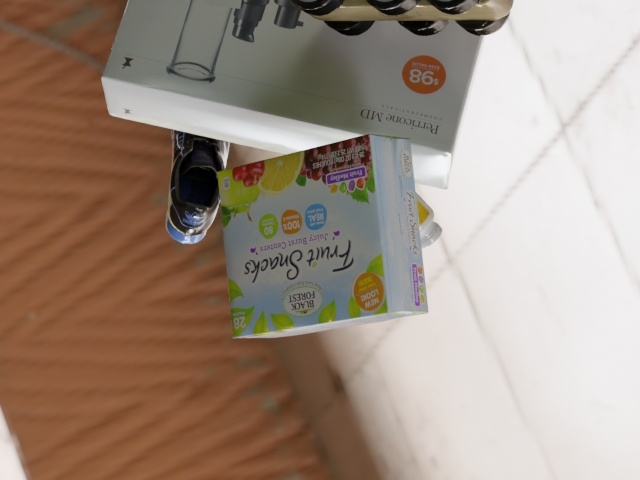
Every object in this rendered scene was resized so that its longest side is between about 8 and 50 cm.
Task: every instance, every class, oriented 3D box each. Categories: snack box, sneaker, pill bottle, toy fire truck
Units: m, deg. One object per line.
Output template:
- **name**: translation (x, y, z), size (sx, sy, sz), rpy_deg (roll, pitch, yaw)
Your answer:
- **snack box**: translation (0.000, 0.000, 1.837), size (0.207, 0.070, 0.174), rpy_deg (-11, 82, 42)
- **sneaker**: translation (-0.152, -0.114, 2.414), size (0.090, 0.081, 0.232), rpy_deg (123, 153, -60)
- **pill bottle**: translation (0.088, -0.030, 1.936), size (0.083, 0.043, 0.043), rpy_deg (45, 168, -18)
- **toy fire truck**: translation (0.077, -0.335, 1.816), size (0.158, 0.217, 0.246), rpy_deg (19, -105, -65)

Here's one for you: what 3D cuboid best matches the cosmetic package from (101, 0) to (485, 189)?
- **cosmetic package**: translation (-0.013, -0.233, 2.016), size (0.097, 0.377, 0.284), rpy_deg (88, -164, -67)
